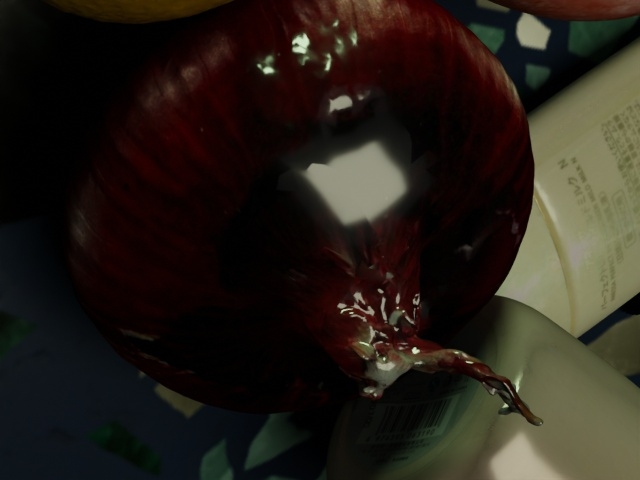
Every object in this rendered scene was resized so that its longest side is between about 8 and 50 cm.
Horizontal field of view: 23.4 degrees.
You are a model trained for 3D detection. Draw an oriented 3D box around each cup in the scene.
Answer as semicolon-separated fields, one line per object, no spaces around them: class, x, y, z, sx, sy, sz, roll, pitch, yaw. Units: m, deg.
cup;0.113;0.144;0.983;0.200;0.253;0.191;41;87;-24

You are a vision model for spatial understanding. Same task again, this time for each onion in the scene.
onion;0.000;0.000;0.848;0.273;0.285;0.273;-16;138;-14

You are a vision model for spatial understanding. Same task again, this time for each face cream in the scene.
face cream;0.204;-0.036;1.090;0.348;0.081;0.173;-34;121;-22

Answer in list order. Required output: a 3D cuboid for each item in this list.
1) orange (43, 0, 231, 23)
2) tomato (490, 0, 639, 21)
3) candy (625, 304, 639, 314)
orange;-0.080;-0.222;0.754;0.236;0.236;0.236;-11;110;-32
tomato;0.156;-0.265;0.899;0.270;0.227;0.270;-14;132;-16
candy;0.378;0.034;1.204;0.275;0.145;0.070;0;71;-34
